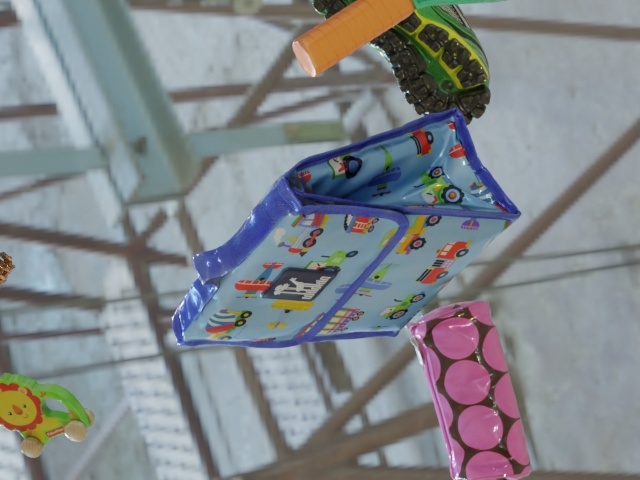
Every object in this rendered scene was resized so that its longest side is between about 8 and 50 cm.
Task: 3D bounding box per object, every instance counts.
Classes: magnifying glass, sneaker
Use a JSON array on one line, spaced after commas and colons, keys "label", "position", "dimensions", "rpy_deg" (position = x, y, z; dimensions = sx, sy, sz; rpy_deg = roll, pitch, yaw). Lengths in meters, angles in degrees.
[{"label": "magnifying glass", "position": [0.077, -0.184, 1.072], "dimensions": [0.026, 0.231, 0.092], "rpy_deg": [16, 136, 60]}, {"label": "sneaker", "position": [0.091, -0.300, 1.951], "dimensions": [0.134, 0.146, 0.343], "rpy_deg": [-32, 105, 21]}]

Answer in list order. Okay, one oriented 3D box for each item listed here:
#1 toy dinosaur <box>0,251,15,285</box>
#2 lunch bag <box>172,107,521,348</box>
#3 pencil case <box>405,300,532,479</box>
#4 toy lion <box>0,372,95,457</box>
[{"label": "toy dinosaur", "position": [-0.478, 0.070, 1.664], "dimensions": [0.218, 0.322, 0.164], "rpy_deg": [58, -178, -28]}, {"label": "lunch bag", "position": [0.000, 0.000, 1.423], "dimensions": [0.221, 0.293, 0.138], "rpy_deg": [-48, 62, 41]}, {"label": "pencil case", "position": [0.166, 0.174, 1.706], "dimensions": [0.095, 0.098, 0.209], "rpy_deg": [153, 100, -74]}, {"label": "toy lion", "position": [-0.303, 0.178, 1.613], "dimensions": [0.100, 0.034, 0.096], "rpy_deg": [-21, 113, 26]}]
